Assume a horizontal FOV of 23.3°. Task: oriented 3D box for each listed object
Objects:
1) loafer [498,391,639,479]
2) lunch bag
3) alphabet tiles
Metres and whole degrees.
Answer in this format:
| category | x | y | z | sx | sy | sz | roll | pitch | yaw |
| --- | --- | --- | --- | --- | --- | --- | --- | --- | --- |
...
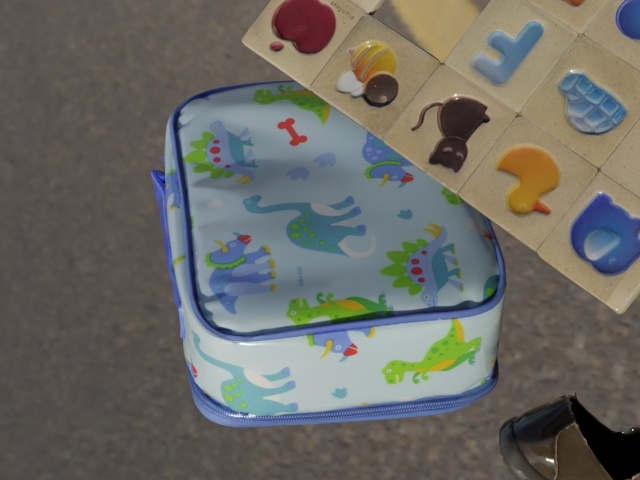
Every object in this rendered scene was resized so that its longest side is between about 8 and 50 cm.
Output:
| category | x | y | z | sx | sy | sz | roll | pitch | yaw |
| --- | --- | --- | --- | --- | --- | --- | --- | --- | --- |
| loafer | 0.241 | 0.191 | 1.190 | 0.078 | 0.220 | 0.080 | -46 | 23 | 31 |
| lunch bag | 0.000 | 0.000 | 0.851 | 0.219 | 0.176 | 0.090 | -103 | 10 | -48 |
| alphabet tiles | 0.114 | -0.094 | 0.601 | 0.237 | 0.009 | 0.198 | 38 | 89 | 23 |
